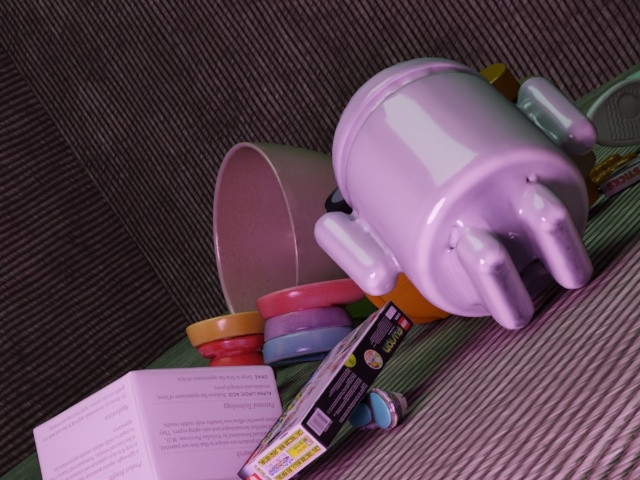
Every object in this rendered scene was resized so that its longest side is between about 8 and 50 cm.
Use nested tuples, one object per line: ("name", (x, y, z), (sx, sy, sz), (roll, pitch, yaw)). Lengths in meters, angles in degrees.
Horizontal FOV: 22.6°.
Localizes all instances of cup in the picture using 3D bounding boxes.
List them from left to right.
("cup", (0.000, 0.000, 2.528), (0.237, 0.331, 0.331), (-7, -9, -24))

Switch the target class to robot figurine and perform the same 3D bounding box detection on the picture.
("robot figurine", (0.137, -0.059, 1.649), (0.300, 0.200, 0.353), (-31, 41, -5))

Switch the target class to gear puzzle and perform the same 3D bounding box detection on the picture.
("gear puzzle", (0.293, -0.046, 2.189), (0.339, 0.044, 0.175), (-31, 4, 47))

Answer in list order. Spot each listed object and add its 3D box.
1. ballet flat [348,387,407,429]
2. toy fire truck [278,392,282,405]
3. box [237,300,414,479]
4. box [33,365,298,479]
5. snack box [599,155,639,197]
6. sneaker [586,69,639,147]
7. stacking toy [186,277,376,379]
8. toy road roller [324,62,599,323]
("ballet flat", (0.060, 0.157, 1.519), (0.041, 0.041, 0.114), (-35, 4, -20))
("toy fire truck", (-0.151, 0.234, 1.939), (0.192, 0.047, 0.135), (-2, -44, -32))
("box", (0.007, 0.151, 1.548), (0.114, 0.036, 0.207), (-43, 5, 42))
("box", (-0.154, 0.209, 1.582), (0.182, 0.119, 0.181), (2, -24, -43))
("snack box", (0.427, -0.109, 1.971), (0.178, 0.022, 0.064), (-32, 2, 38))
("sneaker", (0.453, -0.189, 2.319), (0.256, 0.094, 0.151), (-30, 2, -28))
("stacking toy", (-0.004, 0.146, 2.220), (0.279, 0.130, 0.309), (-4, -12, -33))
("toy road roller", (0.182, -0.038, 1.907), (0.329, 0.202, 0.240), (-39, 15, 1))
